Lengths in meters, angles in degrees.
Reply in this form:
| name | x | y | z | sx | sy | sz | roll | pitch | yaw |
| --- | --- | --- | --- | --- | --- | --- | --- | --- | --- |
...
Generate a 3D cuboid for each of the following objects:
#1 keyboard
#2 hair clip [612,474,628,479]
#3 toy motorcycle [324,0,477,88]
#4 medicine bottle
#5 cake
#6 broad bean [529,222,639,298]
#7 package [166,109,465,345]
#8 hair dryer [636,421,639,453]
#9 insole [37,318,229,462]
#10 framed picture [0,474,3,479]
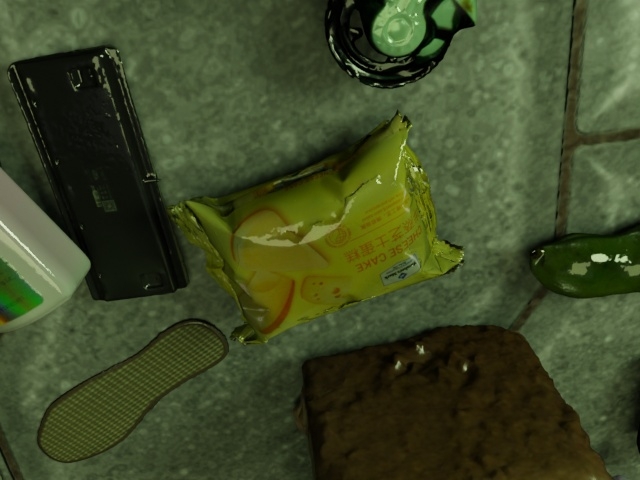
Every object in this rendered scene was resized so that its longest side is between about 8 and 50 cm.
| name | x | y | z | sx | sy | sz | roll | pitch | yaw |
| --- | --- | --- | --- | --- | --- | --- | --- | --- | --- |
| keyboard | -0.179 | -0.047 | 0.617 | 0.093 | 0.025 | 0.230 | -8 | 121 | 2 |
| hair clip | 0.287 | 0.370 | 0.875 | 0.137 | 0.090 | 0.278 | 7 | 113 | 6 |
| toy motorcycle | 0.016 | -0.256 | 0.460 | 0.196 | 0.125 | 0.331 | -36 | 120 | 14 |
| medicine bottle | -0.298 | -0.024 | 0.587 | 0.115 | 0.078 | 0.219 | -21 | 121 | 29 |
| cake | 0.115 | 0.266 | 0.680 | 0.255 | 0.282 | 0.290 | -13 | 119 | 0 |
| broad bean | 0.343 | 0.024 | 0.684 | 0.318 | 0.056 | 0.098 | 6 | 120 | -11 |
| package | 0.000 | 0.000 | 0.621 | 0.226 | 0.090 | 0.168 | -21 | 122 | 5 |
| hair dryer | 0.466 | 0.172 | 0.782 | 0.255 | 0.070 | 0.128 | -6 | 122 | -6 |
| insole | -0.199 | 0.157 | 0.749 | 0.253 | 0.005 | 0.086 | -37 | 117 | 16 |
| framed picture | -0.485 | 0.193 | 0.741 | 0.274 | 0.017 | 0.217 | -7 | 122 | -1 |
